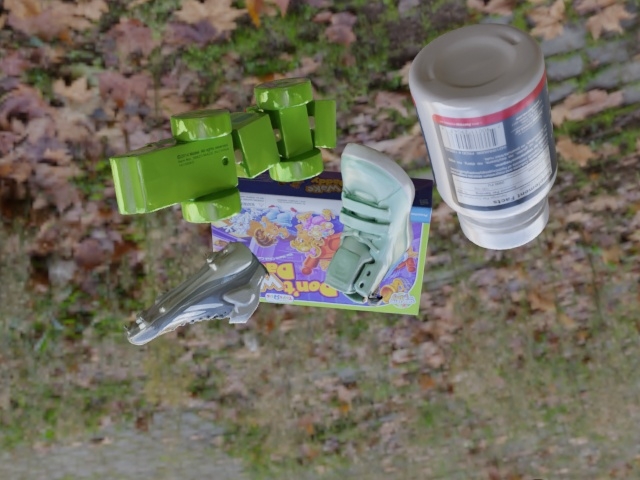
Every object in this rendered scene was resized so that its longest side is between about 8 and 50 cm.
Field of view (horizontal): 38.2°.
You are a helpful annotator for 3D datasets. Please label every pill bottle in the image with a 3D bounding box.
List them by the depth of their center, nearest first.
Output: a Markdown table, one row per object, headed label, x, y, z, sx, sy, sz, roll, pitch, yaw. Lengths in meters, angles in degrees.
| label | x | y | z | sx | sy | sz | roll | pitch | yaw |
| --- | --- | --- | --- | --- | --- | --- | --- | --- | --- |
| pill bottle | 0.144 | -0.081 | 0.785 | 0.108 | 0.108 | 0.180 | -13 | 135 | 9 |

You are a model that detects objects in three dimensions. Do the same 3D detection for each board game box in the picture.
| label | x | y | z | sx | sy | sz | roll | pitch | yaw |
| --- | --- | --- | --- | --- | --- | --- | --- | --- | --- |
| board game box | 0.000 | 0.000 | 1.518 | 0.347 | 0.078 | 0.233 | 4 | 130 | 4 |

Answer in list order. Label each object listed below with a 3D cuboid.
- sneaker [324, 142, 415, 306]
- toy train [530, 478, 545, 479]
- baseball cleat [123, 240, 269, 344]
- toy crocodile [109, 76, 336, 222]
| label | x | y | z | sx | sy | sz | roll | pitch | yaw |
| --- | --- | --- | --- | --- | --- | --- | --- | --- | --- |
| sneaker | 0.057 | -0.010 | 1.248 | 0.094 | 0.151 | 0.256 | 21 | 154 | 26 |
| toy train | 0.109 | 0.231 | 0.536 | 0.105 | 0.143 | 0.248 | 13 | -177 | 40 |
| baseball cleat | -0.160 | 0.093 | 1.245 | 0.206 | 0.072 | 0.109 | -38 | 112 | 8 |
| toy crocodile | -0.096 | -0.106 | 1.043 | 0.105 | 0.115 | 0.341 | 9 | -153 | 42 |
